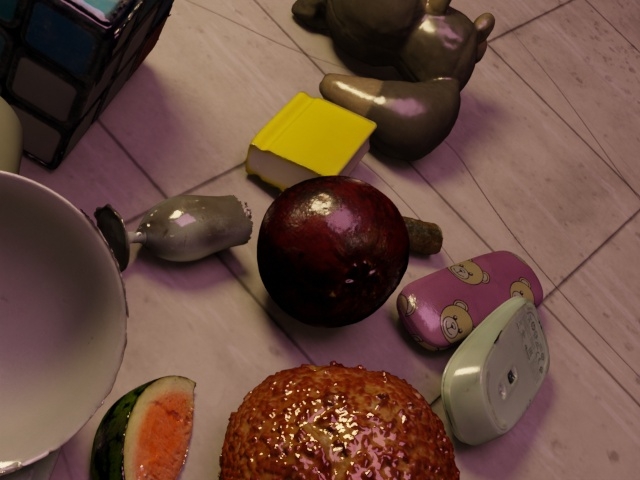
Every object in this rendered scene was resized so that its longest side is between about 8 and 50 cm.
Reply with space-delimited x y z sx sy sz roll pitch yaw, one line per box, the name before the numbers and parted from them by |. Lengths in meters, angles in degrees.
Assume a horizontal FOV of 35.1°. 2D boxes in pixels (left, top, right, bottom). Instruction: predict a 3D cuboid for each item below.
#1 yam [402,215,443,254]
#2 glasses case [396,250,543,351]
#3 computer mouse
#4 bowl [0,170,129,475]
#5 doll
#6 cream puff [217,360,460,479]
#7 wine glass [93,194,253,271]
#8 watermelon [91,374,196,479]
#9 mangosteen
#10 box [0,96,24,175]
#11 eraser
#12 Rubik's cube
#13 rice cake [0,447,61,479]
yam | 0.083 -0.020 1.696 0.274 0.061 0.061 9 51 -25
glasses case | 0.255 0.096 1.693 0.316 0.076 0.123 -17 66 -40
computer mouse | 0.269 0.205 1.592 0.288 0.097 0.159 -41 115 -50
bowl | -0.410 0.094 1.180 0.346 0.157 0.345 2 85 -24
doll | 0.123 -0.374 1.883 0.382 0.252 0.378 25 45 -4
cream puff | 0.036 0.299 1.284 0.351 0.228 0.350 15 50 -19
wine glass | -0.212 -0.017 1.475 0.222 0.103 0.103 -10 61 -38
watermelon | -0.221 0.259 1.278 0.119 0.063 0.245 40 35 -24
mangosteen | 0.000 0.000 1.522 0.236 0.235 0.261 1 28 -32
box | -0.494 -0.085 1.258 0.226 0.226 0.149 15 48 -22
eraser | -0.016 -0.159 1.710 0.158 0.069 0.226 24 39 11
Rubik's cube | -0.406 -0.383 1.439 0.359 0.362 0.363 29 52 -7
rice cake | -0.348 0.221 1.234 0.081 0.051 0.290 -1 47 9
